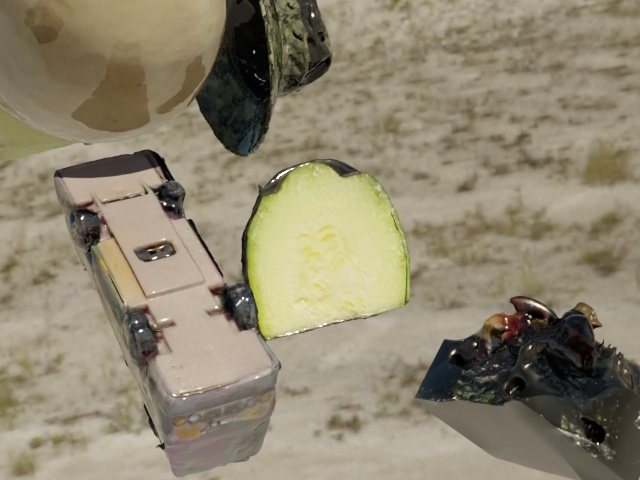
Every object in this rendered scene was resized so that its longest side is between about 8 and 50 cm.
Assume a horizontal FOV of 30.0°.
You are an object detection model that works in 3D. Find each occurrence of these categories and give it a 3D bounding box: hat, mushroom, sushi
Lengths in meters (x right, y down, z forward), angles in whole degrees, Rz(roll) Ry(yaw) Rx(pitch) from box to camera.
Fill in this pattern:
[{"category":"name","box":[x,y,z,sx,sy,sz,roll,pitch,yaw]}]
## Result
[{"category":"hat","box":[-0.057,-0.228,1.341,0.128,0.265,0.265,-17,11,-22]},{"category":"mushroom","box":[-0.211,-0.273,1.091,0.295,0.362,0.362,-29,18,-30]},{"category":"sushi","box":[0.302,0.188,1.578,0.212,0.215,0.227,-58,20,-21]}]

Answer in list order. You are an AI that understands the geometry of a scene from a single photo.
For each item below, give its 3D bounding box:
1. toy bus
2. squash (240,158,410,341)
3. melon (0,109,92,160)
[{"category":"toy bus","box":[-0.135,0.055,1.007,0.112,0.138,0.317,-13,42,-18]},{"category":"squash","box":[-0.007,0.001,1.320,0.192,0.184,0.085,-12,9,-17]},{"category":"melon","box":[-0.466,-0.202,1.506,0.226,0.331,0.343,-54,1,-11]}]
